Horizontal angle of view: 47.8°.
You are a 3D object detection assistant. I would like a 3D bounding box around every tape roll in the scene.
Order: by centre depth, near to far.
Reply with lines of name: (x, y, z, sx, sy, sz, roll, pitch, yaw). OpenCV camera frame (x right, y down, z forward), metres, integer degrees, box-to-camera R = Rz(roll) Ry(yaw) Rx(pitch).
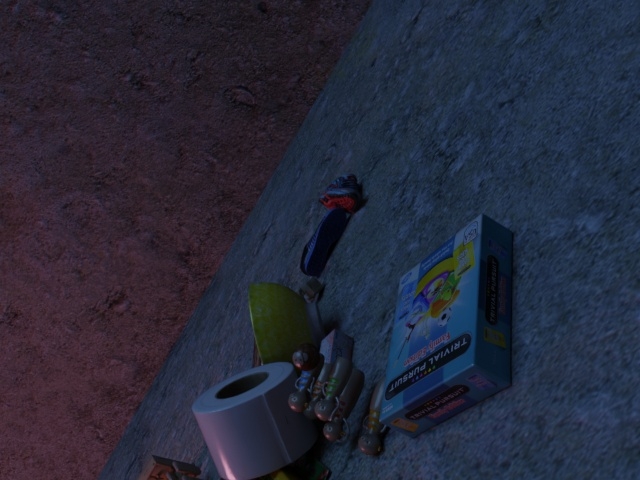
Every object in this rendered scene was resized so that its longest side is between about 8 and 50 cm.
tape roll: (-0.145, 0.399, 1.621, 0.246, 0.169, 0.246, -21, 6, 2)

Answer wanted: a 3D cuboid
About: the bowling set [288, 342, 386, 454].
bowling set: (-0.002, 0.304, 1.434, 0.287, 0.200, 0.154, -6, 58, 59)

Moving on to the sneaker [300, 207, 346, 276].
sneaker: (0.000, 0.000, 2.244, 0.232, 0.081, 0.090, -63, 23, -4)

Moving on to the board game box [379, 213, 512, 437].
board game box: (0.227, 0.149, 1.291, 0.254, 0.079, 0.336, -45, 21, 43)

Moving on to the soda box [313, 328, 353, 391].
soda box: (0.030, 0.296, 1.674, 0.063, 0.058, 0.183, -48, 19, 36)

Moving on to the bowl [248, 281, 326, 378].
bowl: (-0.072, 0.234, 1.862, 0.156, 0.289, 0.289, -14, 23, 2)

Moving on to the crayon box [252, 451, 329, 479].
crayon box: (-0.110, 0.596, 1.539, 0.318, 0.081, 0.202, -63, 15, -10)

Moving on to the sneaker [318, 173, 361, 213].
sneaker: (0.070, -0.162, 2.276, 0.125, 0.104, 0.262, -60, 16, -7)

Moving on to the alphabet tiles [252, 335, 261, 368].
alphabet tiles: (-0.174, 0.415, 1.907, 0.285, 0.011, 0.342, -107, 22, -70)

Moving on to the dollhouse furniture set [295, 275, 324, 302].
dollhouse furniture set: (-0.070, 0.218, 2.126, 0.161, 0.101, 0.182, -41, -2, -44)

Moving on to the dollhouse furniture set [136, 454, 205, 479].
dollhouse furniture set: (-0.429, 0.773, 2.187, 0.242, 0.161, 0.212, 34, 94, 52)

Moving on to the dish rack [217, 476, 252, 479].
dish rack: (-0.257, 0.690, 1.695, 0.332, 0.072, 0.285, -63, -9, -3)
